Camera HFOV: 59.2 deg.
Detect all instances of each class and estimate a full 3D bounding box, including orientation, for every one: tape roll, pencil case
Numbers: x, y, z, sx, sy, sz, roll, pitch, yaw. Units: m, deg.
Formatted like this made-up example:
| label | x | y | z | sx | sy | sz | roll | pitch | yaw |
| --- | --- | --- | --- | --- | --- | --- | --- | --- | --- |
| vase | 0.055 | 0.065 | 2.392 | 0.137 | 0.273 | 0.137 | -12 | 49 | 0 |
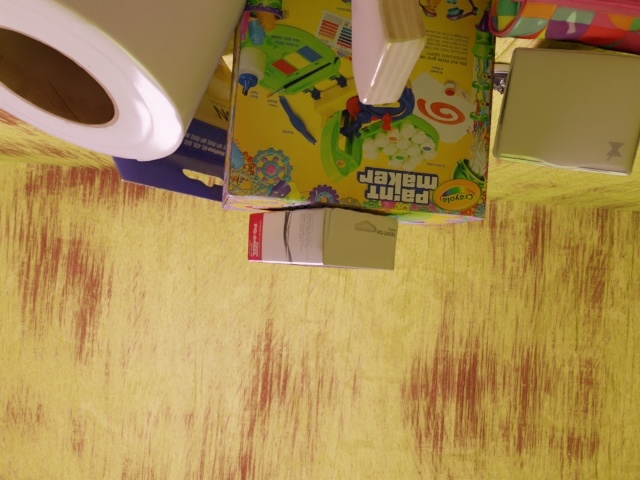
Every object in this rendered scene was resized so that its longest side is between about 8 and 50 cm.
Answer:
| label | x | y | z | sx | sy | sz | roll | pitch | yaw |
| --- | --- | --- | --- | --- | --- | --- | --- | --- | --- |
| tape roll | -0.207 | -0.208 | 0.505 | 0.246 | 0.169 | 0.246 | 16 | 158 | 7 |
| pencil case | 0.298 | -0.244 | 0.578 | 0.237 | 0.104 | 0.104 | 4 | 178 | -3 |

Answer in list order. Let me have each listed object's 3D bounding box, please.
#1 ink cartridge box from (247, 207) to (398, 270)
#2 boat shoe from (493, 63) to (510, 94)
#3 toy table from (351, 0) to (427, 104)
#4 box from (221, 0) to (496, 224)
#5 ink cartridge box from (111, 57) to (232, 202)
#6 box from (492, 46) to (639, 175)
| label | x | y | z | sx | sy | sz | roll | pitch | yaw |
| --- | --- | --- | --- | --- | --- | --- | --- | --- | --- |
| ink cartridge box | 0.000 | 0.000 | 0.660 | 0.109 | 0.063 | 0.151 | 6 | 177 | -38 |
| boat shoe | 0.310 | -0.258 | 0.918 | 0.142 | 0.040 | 0.049 | 4 | 178 | -11 |
| toy table | 0.046 | -0.206 | 0.286 | 0.275 | 0.160 | 0.252 | -13 | 162 | -2 |
| box | 0.037 | -0.168 | 0.686 | 0.290 | 0.278 | 0.177 | 5 | 177 | -12 |
| ink cartridge box | -0.191 | -0.188 | 0.778 | 0.072 | 0.307 | 0.304 | -44 | 155 | 21 |
| box | 0.315 | -0.172 | 0.717 | 0.148 | 0.121 | 0.311 | 11 | -161 | 18 |
